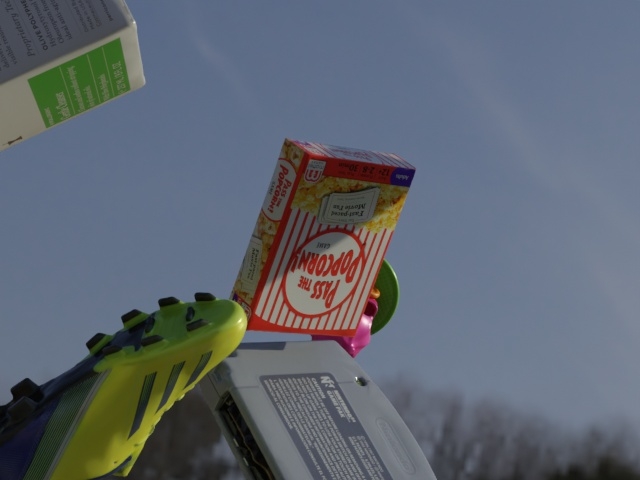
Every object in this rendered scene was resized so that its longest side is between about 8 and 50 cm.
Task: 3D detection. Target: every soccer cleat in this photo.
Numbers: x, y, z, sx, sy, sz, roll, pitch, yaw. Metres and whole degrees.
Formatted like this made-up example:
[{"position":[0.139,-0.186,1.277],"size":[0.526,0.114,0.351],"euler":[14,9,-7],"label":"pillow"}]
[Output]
[{"position":[-0.182,0.149,1.735],"size":[0.289,0.121,0.093],"euler":[-30,20,8],"label":"soccer cleat"}]

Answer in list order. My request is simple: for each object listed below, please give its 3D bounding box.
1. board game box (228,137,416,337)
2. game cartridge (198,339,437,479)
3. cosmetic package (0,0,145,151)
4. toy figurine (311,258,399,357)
[{"position":[0.000,0.000,1.907],"size":[0.147,0.193,0.045],"euler":[5,22,-40],"label":"board game box"},{"position":[0.015,0.223,1.896],"size":[0.196,0.294,0.060],"euler":[-2,-43,-36],"label":"game cartridge"},{"position":[-0.349,-0.146,1.623],"size":[0.365,0.155,0.197],"euler":[-27,-8,-6],"label":"cosmetic package"},{"position":[0.007,0.078,2.277],"size":[0.173,0.130,0.159],"euler":[29,20,-5],"label":"toy figurine"}]
